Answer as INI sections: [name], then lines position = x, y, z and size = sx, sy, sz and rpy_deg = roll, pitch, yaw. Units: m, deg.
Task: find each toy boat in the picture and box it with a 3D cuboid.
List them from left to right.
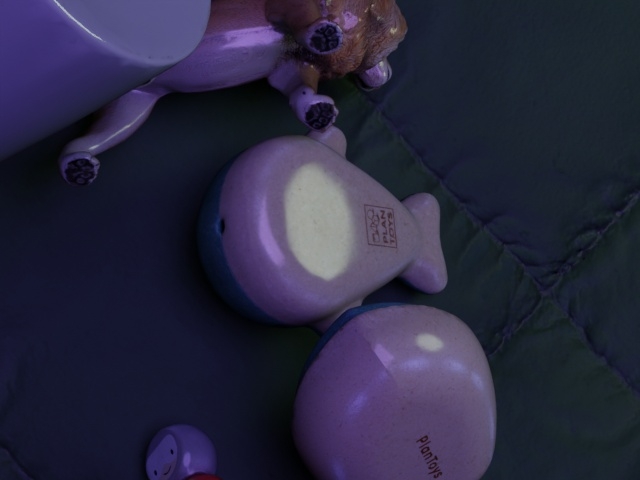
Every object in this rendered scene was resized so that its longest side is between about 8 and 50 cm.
[toy boat]
position = 0.002, 0.169, 1.386
size = 0.318, 0.267, 0.148
rpy_deg = -26, 47, -9

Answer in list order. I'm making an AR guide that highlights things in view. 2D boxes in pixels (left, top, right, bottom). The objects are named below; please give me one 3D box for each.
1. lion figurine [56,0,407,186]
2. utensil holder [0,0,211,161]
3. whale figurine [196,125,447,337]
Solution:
[lion figurine]
position = -0.102, -0.171, 1.432
size = 0.392, 0.240, 0.142
rpy_deg = -6, 117, -8
[utensil holder]
position = -0.323, -0.193, 1.183
size = 0.327, 0.386, 0.327
rpy_deg = 44, 34, -41
[whale figurine]
position = 0.000, 0.000, 1.464
size = 0.272, 0.141, 0.216
rpy_deg = 3, 75, -43
